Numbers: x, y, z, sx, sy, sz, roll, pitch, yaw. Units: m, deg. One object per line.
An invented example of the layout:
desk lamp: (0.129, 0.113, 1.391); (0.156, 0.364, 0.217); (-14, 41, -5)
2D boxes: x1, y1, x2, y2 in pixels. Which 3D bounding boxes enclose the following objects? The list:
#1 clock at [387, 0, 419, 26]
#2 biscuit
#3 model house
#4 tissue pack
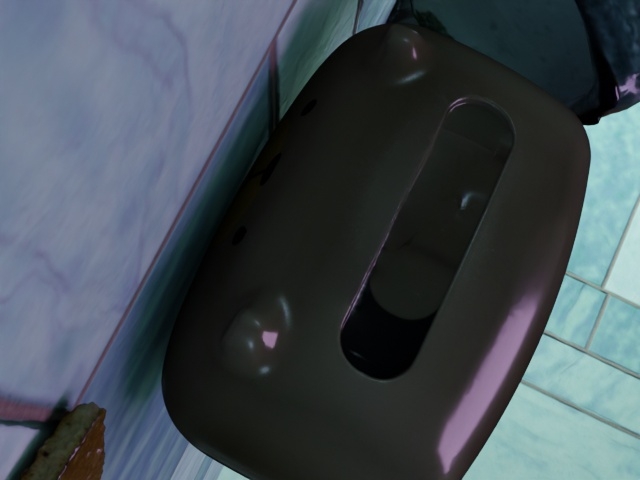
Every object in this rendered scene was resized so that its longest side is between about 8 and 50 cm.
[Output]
clock: (0.128, -0.284, 1.408); (0.318, 0.066, 0.319); (-63, 176, -8)
biscuit: (-0.185, 0.200, 0.500); (0.230, 0.025, 0.131); (-62, 177, -34)
model house: (0.274, -0.230, 0.858); (0.291, 0.184, 0.253); (-25, -173, -17)
tissue pack: (0.050, 0.024, 0.740); (0.387, 0.267, 0.277); (-62, 180, -17)
